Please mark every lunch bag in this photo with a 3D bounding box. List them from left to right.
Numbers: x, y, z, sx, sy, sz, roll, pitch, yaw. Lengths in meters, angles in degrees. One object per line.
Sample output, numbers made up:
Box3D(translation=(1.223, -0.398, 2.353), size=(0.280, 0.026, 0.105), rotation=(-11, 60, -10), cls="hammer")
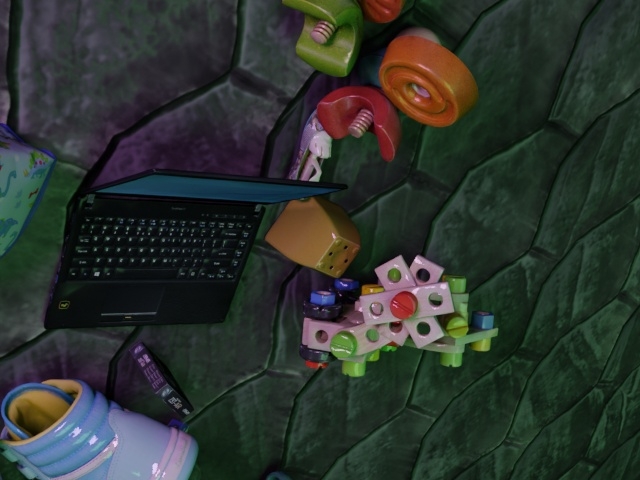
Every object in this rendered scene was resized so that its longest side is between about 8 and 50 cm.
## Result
Box3D(translation=(-0.322, -0.028, 0.794), size=(0.151, 0.096, 0.129), rotation=(-64, 163, 12), cls="lunch bag")

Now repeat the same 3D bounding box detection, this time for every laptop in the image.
Box3D(translation=(-0.135, 0.018, 0.970), size=(0.234, 0.136, 0.264), rotation=(3, 120, -38), cls="laptop")

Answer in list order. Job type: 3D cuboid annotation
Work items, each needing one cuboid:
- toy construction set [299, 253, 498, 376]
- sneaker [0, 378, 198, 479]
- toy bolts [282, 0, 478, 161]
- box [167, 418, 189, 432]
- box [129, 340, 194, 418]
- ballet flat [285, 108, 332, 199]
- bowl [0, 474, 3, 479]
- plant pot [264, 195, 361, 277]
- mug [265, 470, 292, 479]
Box3D(translation=(0.099, 0.100, 1.140), size=(0.328, 0.215, 0.151), rotation=(23, 75, -72), cls="toy construction set")
Box3D(translation=(-0.307, 0.267, 1.062), size=(0.208, 0.127, 0.319), rotation=(38, 122, -17), cls="sneaker")
Box3D(translation=(0.092, -0.200, 0.950), size=(0.158, 0.218, 0.228), rotation=(-54, 158, -20), cls="toy bolts")
Box3D(translation=(-0.208, 0.295, 1.177), size=(0.081, 0.028, 0.136), rotation=(-53, 162, -65), cls="box")
Box3D(translation=(-0.188, 0.165, 1.082), size=(0.018, 0.083, 0.067), rotation=(-39, 136, -6), cls="box")
Box3D(translation=(-0.007, -0.096, 1.053), size=(0.041, 0.041, 0.114), rotation=(4, 119, -40), cls="ballet flat")
Box3D(translation=(-0.418, 0.322, 0.883), size=(0.298, 0.134, 0.298), rotation=(-35, 174, -4), cls="bowl")
Box3D(translation=(0.000, 0.000, 1.099), size=(0.081, 0.083, 0.081), rotation=(25, 105, -46), cls="plant pot")
Box3D(translation=(-0.097, 0.431, 1.348), size=(0.129, 0.097, 0.157), rotation=(-13, 129, -30), cls="mug")
